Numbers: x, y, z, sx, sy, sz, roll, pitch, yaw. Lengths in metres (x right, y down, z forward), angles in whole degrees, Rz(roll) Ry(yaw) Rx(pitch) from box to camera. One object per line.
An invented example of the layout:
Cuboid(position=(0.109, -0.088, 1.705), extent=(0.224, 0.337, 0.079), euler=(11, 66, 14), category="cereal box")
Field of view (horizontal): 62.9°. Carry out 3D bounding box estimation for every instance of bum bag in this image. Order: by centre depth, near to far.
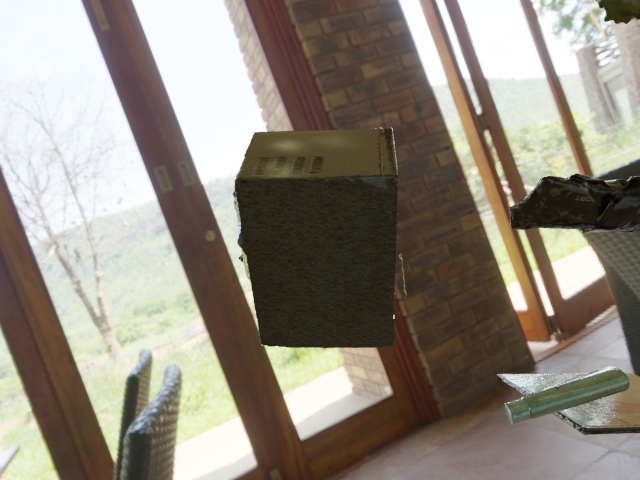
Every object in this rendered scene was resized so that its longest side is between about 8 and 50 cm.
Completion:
Cuboid(position=(0.395, -0.049, 0.728), extent=(0.247, 0.069, 0.102), euler=(-2, -20, 8), category="bum bag")

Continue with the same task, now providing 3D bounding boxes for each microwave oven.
Cuboid(position=(0.000, 0.000, 1.152), extent=(0.373, 0.432, 0.236), euler=(-1, 34, 6), category="microwave oven")

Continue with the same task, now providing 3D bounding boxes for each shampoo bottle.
Cuboid(position=(0.394, 0.251, 0.847), extent=(0.190, 0.041, 0.069), euler=(-18, -7, -1), category="shampoo bottle")

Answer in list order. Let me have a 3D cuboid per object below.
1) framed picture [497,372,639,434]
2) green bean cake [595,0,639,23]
Cuboid(position=(0.557, 0.303, 1.002), extent=(0.338, 0.014, 0.255), euler=(4, 6, -13), category="framed picture")
Cuboid(position=(0.462, -0.389, 0.629), extent=(0.285, 0.202, 0.310), euler=(-38, 7, -30), category="green bean cake")
